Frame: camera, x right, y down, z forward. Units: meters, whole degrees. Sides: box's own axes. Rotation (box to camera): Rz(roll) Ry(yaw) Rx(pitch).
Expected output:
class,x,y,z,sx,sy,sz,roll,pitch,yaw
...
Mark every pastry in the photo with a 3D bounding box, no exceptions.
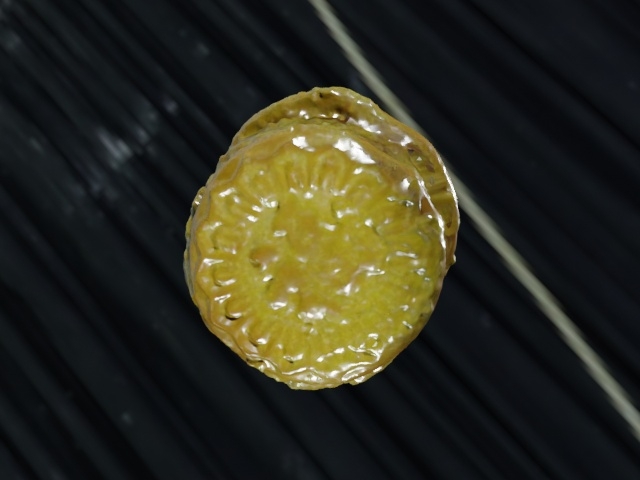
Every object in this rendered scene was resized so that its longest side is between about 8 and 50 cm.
class,x,y,z,sx,sy,sz,roll,pitch,yaw
pastry,0.000,0.000,0.686,0.057,0.097,0.109,-53,149,-70
